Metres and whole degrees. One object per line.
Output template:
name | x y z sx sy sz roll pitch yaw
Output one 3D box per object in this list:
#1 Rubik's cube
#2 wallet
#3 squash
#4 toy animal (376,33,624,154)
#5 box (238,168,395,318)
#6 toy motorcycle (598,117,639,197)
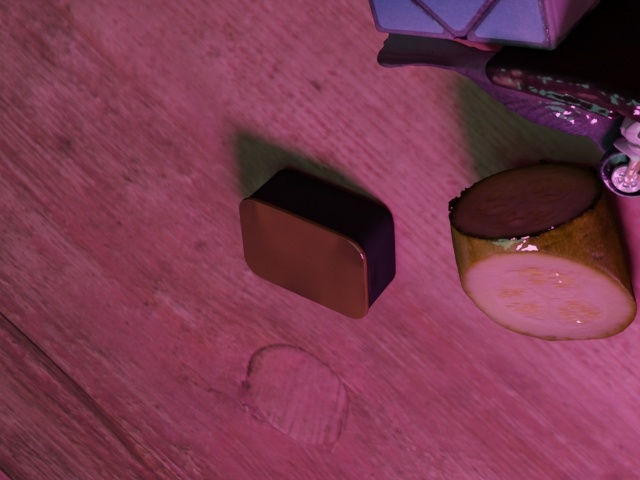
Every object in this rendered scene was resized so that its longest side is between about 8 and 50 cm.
Rubik's cube | 0.162 -0.317 1.312 0.205 0.207 0.205 11 131 36
wallet | 0.277 -0.185 1.310 0.182 0.229 0.049 21 133 29
squash | 0.257 0.056 1.609 0.189 0.189 0.260 9 127 39
toy animal | 0.220 -0.178 1.488 0.367 0.081 0.206 28 155 15
box | 0.000 0.000 1.884 0.201 0.090 0.144 23 139 28
toy motorcycle | 0.384 -0.099 1.409 0.228 0.074 0.151 2 127 24
